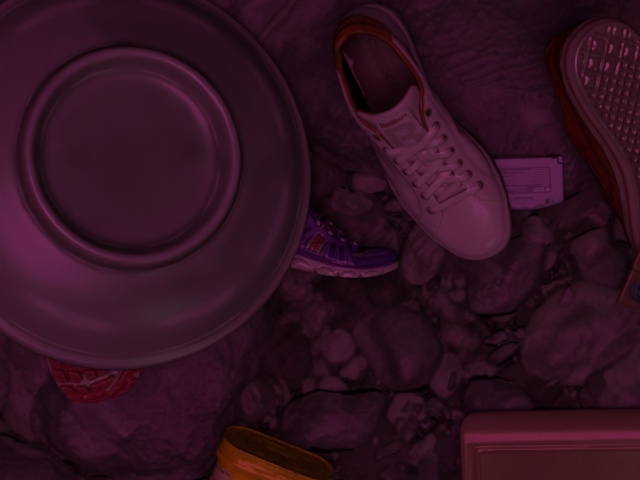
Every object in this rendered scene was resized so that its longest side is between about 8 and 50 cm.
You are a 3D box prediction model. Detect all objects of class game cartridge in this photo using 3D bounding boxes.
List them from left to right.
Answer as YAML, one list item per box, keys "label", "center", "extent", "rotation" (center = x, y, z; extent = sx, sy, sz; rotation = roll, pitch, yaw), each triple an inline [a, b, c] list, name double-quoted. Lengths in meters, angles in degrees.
- label: "game cartridge"
  center: [0.208, -0.059, 1.884]
  extent: [0.083, 0.017, 0.056]
  rotation: [-1, 99, 6]

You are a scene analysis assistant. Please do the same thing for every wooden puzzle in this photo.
- label: "wooden puzzle"
  center: [0.262, 0.296, 1.948]
  extent: [0.221, 0.044, 0.238]
  rotation: [-2, 98, 6]

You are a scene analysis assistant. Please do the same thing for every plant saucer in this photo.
- label: "plant saucer"
  center: [-0.190, -0.075, 1.783]
  extent: [0.400, 0.100, 0.400]
  rotation: [2, 83, -18]

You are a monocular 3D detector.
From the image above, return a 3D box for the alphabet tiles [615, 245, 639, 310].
- label: "alphabet tiles"
  center: [0.416, -0.023, 1.827]
  extent: [0.198, 0.009, 0.237]
  rotation: [14, 105, -29]

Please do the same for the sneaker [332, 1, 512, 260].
- label: "sneaker"
  center: [0.091, -0.095, 1.828]
  extent: [0.106, 0.123, 0.290]
  rotation: [-30, 98, 18]

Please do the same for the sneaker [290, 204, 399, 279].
- label: "sneaker"
  center: [0.000, 0.000, 1.893]
  extent: [0.170, 0.068, 0.071]
  rotation: [12, 93, 0]

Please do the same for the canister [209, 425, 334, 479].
- label: "canister"
  center: [-0.074, 0.299, 1.960]
  extent: [0.126, 0.073, 0.170]
  rotation: [22, 105, 0]

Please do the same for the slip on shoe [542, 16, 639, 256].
- label: "slip on shoe"
  center: [0.320, -0.080, 1.833]
  extent: [0.123, 0.101, 0.331]
  rotation: [-35, 111, -9]

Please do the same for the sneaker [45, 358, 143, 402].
- label: "sneaker"
  center: [-0.245, 0.020, 1.891]
  extent: [0.121, 0.112, 0.299]
  rotation: [-9, 98, -19]
